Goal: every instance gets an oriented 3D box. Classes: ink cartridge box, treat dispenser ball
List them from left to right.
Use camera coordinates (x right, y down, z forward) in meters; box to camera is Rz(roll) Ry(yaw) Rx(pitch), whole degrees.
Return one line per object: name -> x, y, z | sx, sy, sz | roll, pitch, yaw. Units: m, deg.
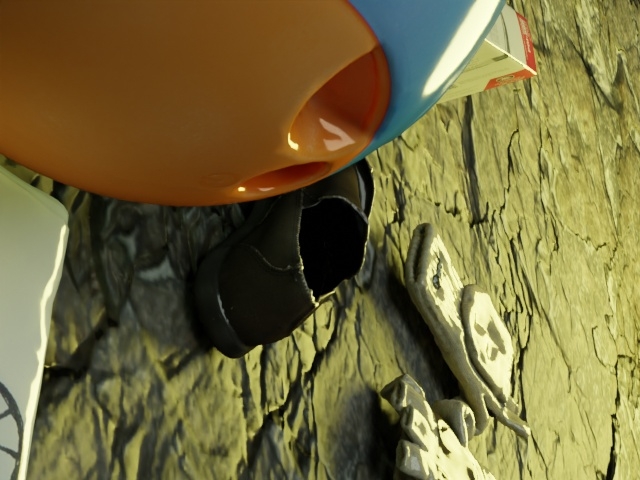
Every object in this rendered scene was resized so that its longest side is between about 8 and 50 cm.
treat dispenser ball -> -0.055, -0.157, 0.519 | 0.288, 0.288, 0.288 | 38, 46, -52
ink cartridge box -> 0.108, -0.163, 1.063 | 0.135, 0.099, 0.056 | 12, 67, -62

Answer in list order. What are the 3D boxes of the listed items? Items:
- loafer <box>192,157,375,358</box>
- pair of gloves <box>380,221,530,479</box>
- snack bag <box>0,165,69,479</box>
loafer -> 0.000, 0.000, 0.792 | 0.080, 0.078, 0.220 | 66, 28, -22
pair of gloves -> 0.105, 0.133, 0.984 | 0.204, 0.042, 0.240 | 49, 35, -38
snack bag -> -0.194, 0.060, 0.428 | 0.323, 0.037, 0.343 | 44, 41, -48
